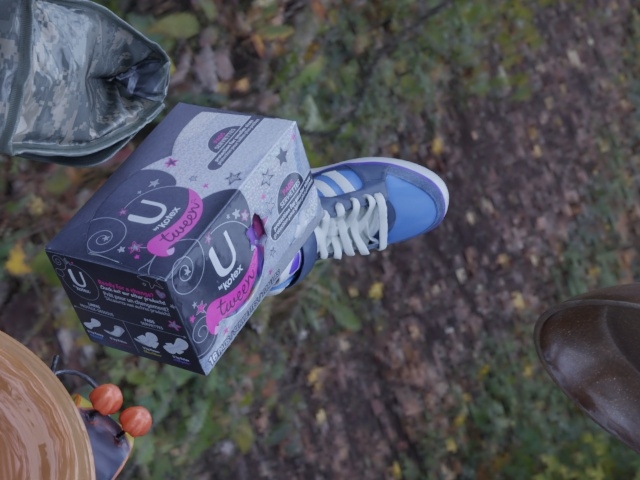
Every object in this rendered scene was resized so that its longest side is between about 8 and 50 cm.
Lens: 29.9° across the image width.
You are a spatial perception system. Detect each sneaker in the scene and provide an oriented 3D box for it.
[{"bbox_3d":[0.000,0.000,1.490,0.236,0.323,0.130,-83,174,-59],"label":"sneaker"}]

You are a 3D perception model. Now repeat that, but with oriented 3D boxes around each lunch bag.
[{"bbox_3d":[-0.302,-0.165,1.137,0.287,0.235,0.168,-13,115,-71],"label":"lunch bag"}]

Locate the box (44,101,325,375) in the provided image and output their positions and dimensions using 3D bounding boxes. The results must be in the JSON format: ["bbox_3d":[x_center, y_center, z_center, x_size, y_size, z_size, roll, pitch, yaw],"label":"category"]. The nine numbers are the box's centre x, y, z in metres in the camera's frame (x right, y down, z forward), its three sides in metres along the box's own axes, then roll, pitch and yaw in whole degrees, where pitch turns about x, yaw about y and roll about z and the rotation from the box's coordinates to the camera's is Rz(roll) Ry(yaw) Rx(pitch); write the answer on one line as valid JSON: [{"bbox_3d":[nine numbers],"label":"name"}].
[{"bbox_3d":[-0.131,-0.010,1.232,0.247,0.163,0.142,-54,142,-34],"label":"box"}]

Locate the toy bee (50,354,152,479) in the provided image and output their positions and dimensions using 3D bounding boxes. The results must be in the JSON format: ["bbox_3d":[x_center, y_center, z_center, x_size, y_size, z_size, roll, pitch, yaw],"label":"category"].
[{"bbox_3d":[-0.197,0.167,0.830,0.195,0.162,0.298,24,45,-31],"label":"toy bee"}]

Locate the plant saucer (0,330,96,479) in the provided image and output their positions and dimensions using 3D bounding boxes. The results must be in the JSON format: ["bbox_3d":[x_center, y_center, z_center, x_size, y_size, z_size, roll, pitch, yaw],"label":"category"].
[{"bbox_3d":[-0.213,0.128,0.657,0.200,0.037,0.199,16,59,-29],"label":"plant saucer"}]

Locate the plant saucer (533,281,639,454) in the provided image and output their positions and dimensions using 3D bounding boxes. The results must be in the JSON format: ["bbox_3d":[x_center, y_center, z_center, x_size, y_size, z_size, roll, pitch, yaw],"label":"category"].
[{"bbox_3d":[0.198,0.076,0.574,0.198,0.199,0.036,49,65,-37],"label":"plant saucer"}]
